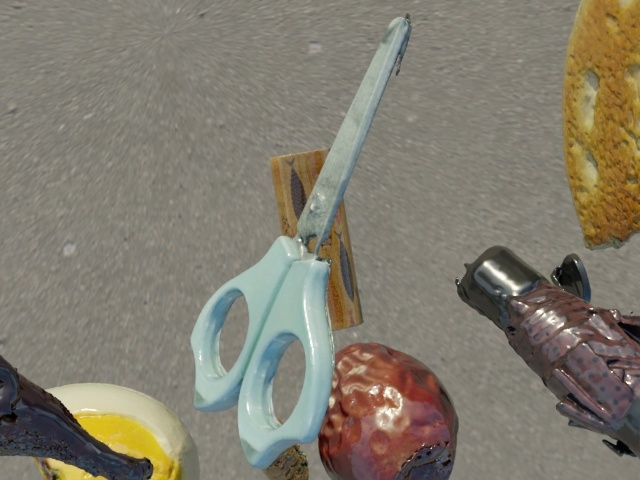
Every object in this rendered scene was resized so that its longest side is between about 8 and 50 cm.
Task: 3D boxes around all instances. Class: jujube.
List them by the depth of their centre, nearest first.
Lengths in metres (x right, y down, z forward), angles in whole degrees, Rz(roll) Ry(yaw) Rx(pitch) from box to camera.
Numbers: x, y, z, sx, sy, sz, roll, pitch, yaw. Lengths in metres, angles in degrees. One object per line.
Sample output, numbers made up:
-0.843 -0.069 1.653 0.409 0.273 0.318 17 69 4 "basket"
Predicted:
0.074 0.225 1.494 0.183 0.243 0.183 -7 111 -19 "jujube"

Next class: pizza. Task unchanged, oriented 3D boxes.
0.273 -0.097 0.916 0.081 0.229 0.290 -15 121 -22 "pizza"

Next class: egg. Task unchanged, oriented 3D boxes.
-0.277 0.330 1.766 0.201 0.337 0.337 -27 102 -7 "egg"

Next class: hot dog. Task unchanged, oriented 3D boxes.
-0.054 0.302 1.706 0.055 0.188 0.072 8 62 21 "hot dog"

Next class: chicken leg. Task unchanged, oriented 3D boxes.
-0.190 0.099 0.645 0.205 0.053 0.093 -2 67 -27 "chicken leg"

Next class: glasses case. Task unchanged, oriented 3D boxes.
0.000 0.000 1.144 0.064 0.041 0.170 -11 94 -31 "glasses case"

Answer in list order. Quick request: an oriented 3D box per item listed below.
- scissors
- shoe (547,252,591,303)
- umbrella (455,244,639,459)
-0.003 -0.007 0.943 0.029 0.191 0.360 21 96 -36 "scissors"
0.336 0.096 1.724 0.049 0.071 0.179 -14 140 -17 "shoe"
0.227 0.117 0.901 0.090 0.326 0.094 -18 138 -41 "umbrella"
